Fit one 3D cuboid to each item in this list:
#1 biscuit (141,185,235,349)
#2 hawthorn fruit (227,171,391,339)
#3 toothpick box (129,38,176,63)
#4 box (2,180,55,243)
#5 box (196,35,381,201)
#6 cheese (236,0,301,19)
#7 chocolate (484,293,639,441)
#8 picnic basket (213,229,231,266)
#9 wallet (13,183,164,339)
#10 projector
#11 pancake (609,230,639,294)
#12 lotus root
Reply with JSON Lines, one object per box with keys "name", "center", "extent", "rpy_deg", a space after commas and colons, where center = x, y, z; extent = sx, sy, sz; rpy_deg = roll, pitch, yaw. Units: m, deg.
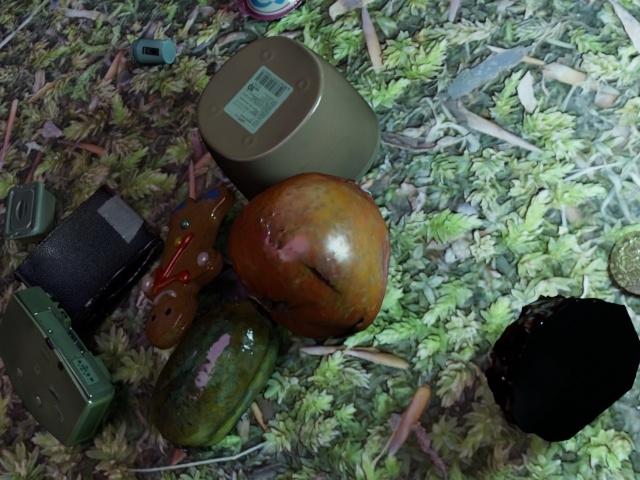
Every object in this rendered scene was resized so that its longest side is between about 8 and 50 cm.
{"name": "biscuit", "center": [-0.246, 0.043, 1.637], "extent": [0.205, 0.049, 0.323], "rpy_deg": [-18, 50, 43]}
{"name": "hawthorn fruit", "center": [0.000, 0.000, 1.509], "extent": [0.276, 0.276, 0.307], "rpy_deg": [9, 53, 27]}
{"name": "toothpick box", "center": [-0.353, -0.398, 1.934], "extent": [0.083, 0.052, 0.052], "rpy_deg": [6, 72, 25]}
{"name": "box", "center": [-0.597, -0.053, 1.894], "extent": [0.089, 0.062, 0.122], "rpy_deg": [-10, 67, 20]}
{"name": "box", "center": [-0.063, -0.208, 1.635], "extent": [0.301, 0.216, 0.300], "rpy_deg": [-9, 65, 19]}
{"name": "cheese", "center": [-0.059, -0.522, 1.849], "extent": [0.244, 0.062, 0.155], "rpy_deg": [-23, 60, 13]}
{"name": "chocolate", "center": [0.315, 0.155, 1.350], "extent": [0.224, 0.206, 0.177], "rpy_deg": [-37, 28, -11]}
{"name": "picnic basket", "center": [-0.179, 0.015, 1.684], "extent": [0.083, 0.065, 0.083], "rpy_deg": [37, 108, 36]}
{"name": "wallet", "center": [-0.452, 0.039, 1.797], "extent": [0.262, 0.071, 0.221], "rpy_deg": [-49, 54, -5]}
{"name": "projector", "center": [-0.485, 0.234, 1.673], "extent": [0.269, 0.088, 0.193], "rpy_deg": [48, 128, 21]}
{"name": "pancake", "center": [0.497, 0.033, 1.400], "extent": [0.115, 0.011, 0.114], "rpy_deg": [-9, 66, 21]}
{"name": "lotus root", "center": [-0.179, 0.219, 1.544], "extent": [0.160, 0.152, 0.274], "rpy_deg": [31, 83, 36]}
